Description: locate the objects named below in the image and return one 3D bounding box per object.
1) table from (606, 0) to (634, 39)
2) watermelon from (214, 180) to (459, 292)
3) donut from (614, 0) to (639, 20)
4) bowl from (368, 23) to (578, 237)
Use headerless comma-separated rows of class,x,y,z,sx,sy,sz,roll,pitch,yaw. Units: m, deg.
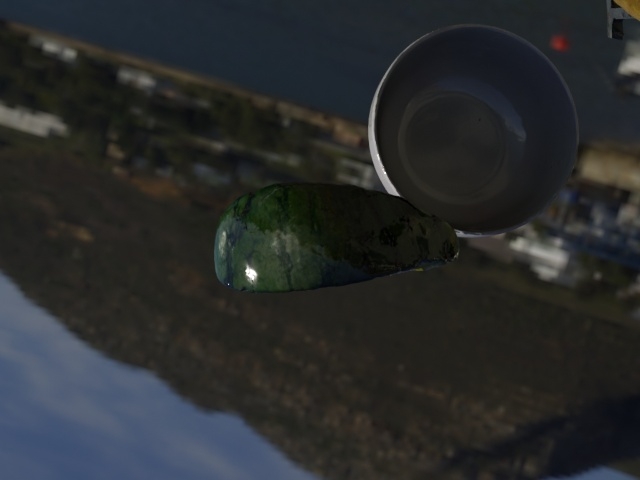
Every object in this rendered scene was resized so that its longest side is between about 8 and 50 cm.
table,0.421,-0.325,1.524,0.222,0.272,0.335,-5,-173,-13
watermelon,-0.002,-0.009,1.187,0.181,0.075,0.092,-3,-169,19
donut,0.288,-0.276,1.211,0.208,0.261,0.128,29,-148,14
bowl,0.197,-0.139,2.297,0.287,0.287,0.144,16,169,-7
